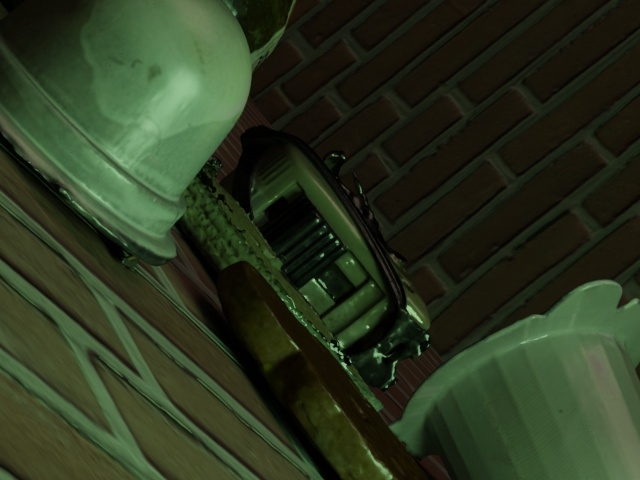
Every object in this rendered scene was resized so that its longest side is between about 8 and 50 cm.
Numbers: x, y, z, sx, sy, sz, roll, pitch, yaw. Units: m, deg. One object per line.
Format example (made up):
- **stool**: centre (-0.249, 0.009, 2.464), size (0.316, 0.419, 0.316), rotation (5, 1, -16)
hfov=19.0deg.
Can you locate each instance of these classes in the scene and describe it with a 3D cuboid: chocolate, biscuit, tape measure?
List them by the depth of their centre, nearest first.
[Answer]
- **chocolate**: centre (-0.115, -0.097, 1.149), size (0.221, 0.147, 0.221), rotation (50, 0, 0)
- **biscuit**: centre (0.019, 0.136, 1.333), size (0.290, 0.041, 0.208), rotation (52, 4, -5)
- **biscuit**: centre (-0.047, 0.032, 1.513), size (0.250, 0.046, 0.147), rotation (53, 2, 29)
- **tape measure**: centre (0.000, 0.000, 1.799), size (0.231, 0.133, 0.271), rotation (51, 6, -13)

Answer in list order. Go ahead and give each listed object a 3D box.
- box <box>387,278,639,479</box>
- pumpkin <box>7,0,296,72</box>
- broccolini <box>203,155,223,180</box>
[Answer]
- **box**: centre (0.237, 0.199, 1.745), size (0.262, 0.291, 0.206), rotation (-2, 55, -31)
- **pumpkin**: centre (-0.150, -0.228, 1.556), size (0.260, 0.189, 0.260), rotation (18, 48, -21)
- **broccolini**: centre (-0.166, -0.116, 1.658), size (0.218, 0.044, 0.042), rotation (44, 21, -24)
